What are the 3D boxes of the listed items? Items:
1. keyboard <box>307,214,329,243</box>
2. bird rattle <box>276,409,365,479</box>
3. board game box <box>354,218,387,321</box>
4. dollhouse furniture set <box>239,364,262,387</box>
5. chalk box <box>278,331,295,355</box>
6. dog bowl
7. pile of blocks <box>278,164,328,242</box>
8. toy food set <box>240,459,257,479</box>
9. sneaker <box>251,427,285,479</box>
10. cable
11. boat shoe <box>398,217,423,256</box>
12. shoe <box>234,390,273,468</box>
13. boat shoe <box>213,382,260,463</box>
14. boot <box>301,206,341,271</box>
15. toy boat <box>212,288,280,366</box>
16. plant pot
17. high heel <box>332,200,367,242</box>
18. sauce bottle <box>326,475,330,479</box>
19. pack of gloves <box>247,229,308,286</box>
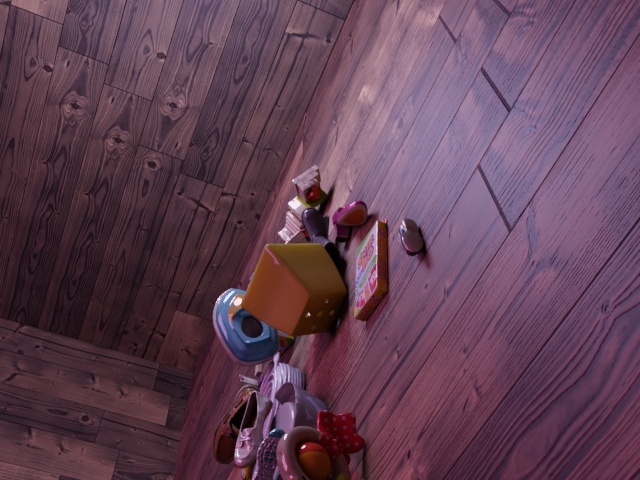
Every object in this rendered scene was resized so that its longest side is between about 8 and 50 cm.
[{"bbox_3d":[-0.001,0.005,2.379,0.100,0.038,0.192,-34,31,30],"label":"keyboard"},{"bbox_3d":[0.008,0.430,1.374,0.143,0.207,0.253,-40,38,31],"label":"bird rattle"},{"bbox_3d":[0.125,0.064,1.751,0.259,0.039,0.124,-81,17,-48],"label":"board game box"},{"bbox_3d":[-0.265,0.496,2.622,0.114,0.081,0.091,-89,22,-54],"label":"dollhouse furniture set"},{"bbox_3d":[-0.170,0.304,2.398,0.213,0.133,0.132,124,160,-52],"label":"chalk box"},{"bbox_3d":[-0.082,0.535,1.771,0.349,0.102,0.348,-161,90,-78],"label":"dog bowl"},{"bbox_3d":[-0.042,-0.095,2.564,0.112,0.149,0.362,46,139,27],"label":"pile of blocks"},{"bbox_3d":[-0.186,0.567,1.840,0.192,0.039,0.132,153,135,-71],"label":"toy food set"},{"bbox_3d":[-0.125,0.505,1.637,0.076,0.065,0.166,-137,68,-80],"label":"sneaker"},{"bbox_3d":[-0.126,0.486,2.057,0.257,0.089,0.257,-116,46,-71],"label":"cable"},{"bbox_3d":[0.191,0.000,1.535,0.137,0.049,0.043,-90,19,-61],"label":"boat shoe"},{"bbox_3d":[-0.179,0.476,1.798,0.077,0.058,0.219,-19,30,25],"label":"shoe"},{"bbox_3d":[-0.298,0.651,2.473,0.104,0.111,0.307,-132,62,-77],"label":"boat shoe"},{"bbox_3d":[0.002,-0.002,2.132,0.208,0.076,0.189,-106,-8,-79],"label":"boot"},{"bbox_3d":[-0.173,0.236,2.204,0.267,0.319,0.148,59,147,25],"label":"toy boat"},{"bbox_3d":[-0.056,0.146,1.945,0.187,0.212,0.212,43,119,37],"label":"plant pot"},{"bbox_3d":[0.084,-0.089,2.028,0.244,0.082,0.117,106,167,-66],"label":"high heel"},{"bbox_3d":[-0.035,0.538,1.446,0.111,0.112,0.344,-63,-3,31],"label":"sauce bottle"},{"bbox_3d":[-0.091,0.116,2.068,0.232,0.195,0.046,-43,39,-14],"label":"pack of gloves"}]
